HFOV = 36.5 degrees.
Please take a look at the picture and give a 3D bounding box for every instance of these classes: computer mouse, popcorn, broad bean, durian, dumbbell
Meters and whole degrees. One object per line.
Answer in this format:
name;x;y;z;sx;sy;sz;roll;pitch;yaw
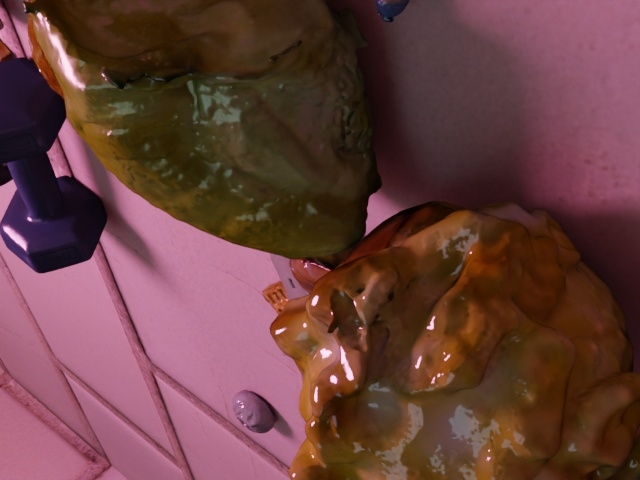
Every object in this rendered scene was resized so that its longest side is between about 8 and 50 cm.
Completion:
computer mouse;-0.023;0.040;1.125;0.056;0.032;0.110;-5;113;56
popcorn;0.108;0.127;0.769;0.312;0.312;0.312;35;151;23
broad bean;0.000;0.000;1.025;0.083;0.045;0.063;38;156;2
durian;-0.084;-0.115;0.822;0.256;0.204;0.339;12;139;31
dumbbell;-0.410;-0.099;1.378;0.144;0.160;0.325;9;142;9

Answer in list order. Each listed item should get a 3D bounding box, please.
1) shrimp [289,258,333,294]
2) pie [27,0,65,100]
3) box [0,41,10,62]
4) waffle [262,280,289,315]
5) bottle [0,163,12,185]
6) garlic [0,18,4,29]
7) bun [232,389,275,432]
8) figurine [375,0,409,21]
shrimp;0.062;0.071;1.002;0.236;0.053;0.133;27;156;29
pie;-0.246;-0.241;1.018;0.257;0.105;0.274;63;150;1
box;-0.488;-0.261;1.406;0.089;0.022;0.156;47;153;-1
waffle;-0.014;0.105;1.208;0.135;0.021;0.092;50;153;-5
bottle;-0.601;-0.194;1.611;0.244;0.082;0.072;59;-165;-21
garlic;-0.522;-0.381;1.206;0.318;0.112;0.143;55;174;5
bun;-0.110;0.278;1.555;0.083;0.045;0.083;40;156;21
figurine;0.036;-0.224;0.605;0.205;0.103;0.260;38;162;22
